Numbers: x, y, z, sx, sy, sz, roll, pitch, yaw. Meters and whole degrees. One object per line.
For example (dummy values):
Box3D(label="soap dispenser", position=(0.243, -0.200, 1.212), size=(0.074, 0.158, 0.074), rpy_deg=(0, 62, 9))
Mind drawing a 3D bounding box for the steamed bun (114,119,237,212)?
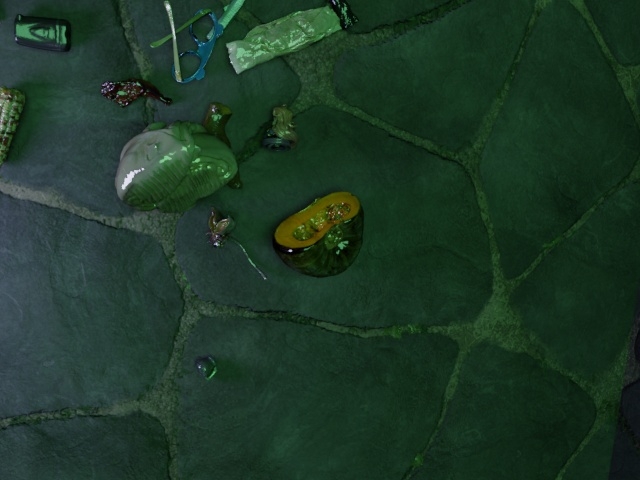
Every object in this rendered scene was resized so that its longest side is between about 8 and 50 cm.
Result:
Box3D(label="steamed bun", position=(-0.445, -0.238, 1.666), size=(0.324, 0.309, 0.220), rpy_deg=(-36, 68, 23))

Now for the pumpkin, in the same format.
Box3D(label="pumpkin", position=(0.000, 0.000, 1.896), size=(0.324, 0.242, 0.232), rpy_deg=(-30, 135, -16))

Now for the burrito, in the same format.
Box3D(label="burrito", position=(-0.117, -0.655, 1.808), size=(0.391, 0.076, 0.117), rpy_deg=(-27, 105, -12))

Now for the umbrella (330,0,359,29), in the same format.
Box3D(label="umbrella", position=(0.044, -0.809, 1.847), size=(0.066, 0.059, 0.236), rpy_deg=(-43, 111, -33))

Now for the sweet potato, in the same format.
Box3D(label="sweet potato", position=(-0.307, -0.296, 1.797), size=(0.111, 0.085, 0.286), rpy_deg=(-20, 104, -19))

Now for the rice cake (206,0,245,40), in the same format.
Box3D(label="rice cake", position=(-0.297, -0.698, 1.769), size=(0.042, 0.030, 0.180), rpy_deg=(36, 87, -13))

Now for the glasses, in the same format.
Box3D(label="glasses", position=(-0.419, -0.615, 1.690), size=(0.206, 0.102, 0.239), rpy_deg=(26, 89, -47))

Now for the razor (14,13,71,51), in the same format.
Box3D(label="razor", position=(-0.794, -0.592, 1.614), size=(0.147, 0.054, 0.090), rpy_deg=(2, 97, -17))

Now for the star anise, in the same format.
Box3D(label="star anise", position=(-0.258, 0.006, 1.858), size=(0.227, 0.148, 0.219), rpy_deg=(18, 57, -45))

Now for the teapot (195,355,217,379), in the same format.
Box3D(label="teapot", position=(-0.379, 0.429, 1.899), size=(0.057, 0.066, 0.088), rpy_deg=(-37, 130, -27))

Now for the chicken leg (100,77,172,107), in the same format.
Box3D(label="chicken leg", position=(-0.558, -0.450, 1.715), size=(0.204, 0.053, 0.093), rpy_deg=(-3, 122, -10))

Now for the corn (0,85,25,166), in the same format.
Box3D(label="corn", position=(-0.910, -0.322, 1.611), size=(0.079, 0.079, 0.237), rpy_deg=(18, 97, -19))

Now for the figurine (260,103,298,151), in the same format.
Box3D(label="figurine", position=(-0.120, -0.361, 1.833), size=(0.126, 0.114, 0.157), rpy_deg=(26, 84, -54))
